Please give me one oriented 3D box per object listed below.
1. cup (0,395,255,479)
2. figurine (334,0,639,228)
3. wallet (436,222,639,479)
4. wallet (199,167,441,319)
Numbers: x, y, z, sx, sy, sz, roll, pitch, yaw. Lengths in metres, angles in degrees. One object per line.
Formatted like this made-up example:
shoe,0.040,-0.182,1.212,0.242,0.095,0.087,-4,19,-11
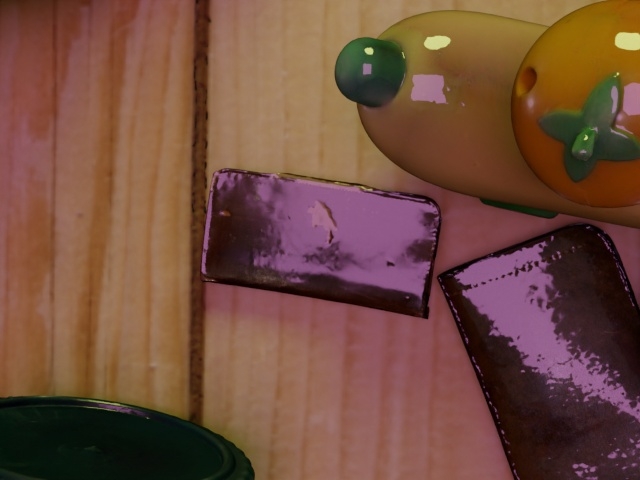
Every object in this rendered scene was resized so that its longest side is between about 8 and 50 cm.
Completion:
cup,-0.191,0.267,0.593,0.242,0.308,0.292,10,94,-26
figurine,0.171,-0.071,0.493,0.324,0.222,0.124,16,92,29
wallet,0.191,0.121,0.614,0.137,0.031,0.255,-20,91,7
wallet,0.000,0.000,0.636,0.176,0.026,0.095,8,100,9
